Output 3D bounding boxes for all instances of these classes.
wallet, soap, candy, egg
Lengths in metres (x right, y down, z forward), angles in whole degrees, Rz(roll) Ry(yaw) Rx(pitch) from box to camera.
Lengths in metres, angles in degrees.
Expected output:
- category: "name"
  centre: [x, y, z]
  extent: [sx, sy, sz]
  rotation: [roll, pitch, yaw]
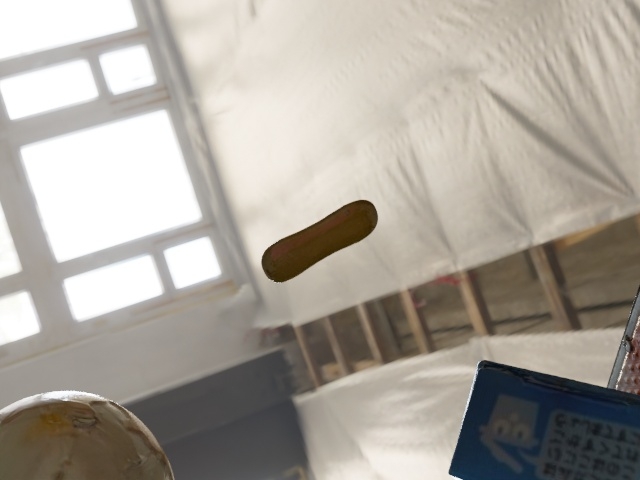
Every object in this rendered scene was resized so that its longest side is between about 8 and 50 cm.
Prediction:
- category: "wallet"
  centre: [0.325, 0.124, 1.017]
  extent: [0.103, 0.020, 0.196]
  rotation: [-123, -150, -48]
- category: "soap"
  centre: [0.000, 0.000, 0.712]
  extent: [0.012, 0.089, 0.034]
  rotation: [47, -19, 52]
- category: "candy"
  centre: [0.218, 0.206, 0.872]
  extent: [0.157, 0.100, 0.306]
  rotation: [11, -20, 24]
- category: "egg"
  centre: [-0.226, 0.242, 0.906]
  extent: [0.201, 0.201, 0.244]
  rotation: [64, -28, 20]
